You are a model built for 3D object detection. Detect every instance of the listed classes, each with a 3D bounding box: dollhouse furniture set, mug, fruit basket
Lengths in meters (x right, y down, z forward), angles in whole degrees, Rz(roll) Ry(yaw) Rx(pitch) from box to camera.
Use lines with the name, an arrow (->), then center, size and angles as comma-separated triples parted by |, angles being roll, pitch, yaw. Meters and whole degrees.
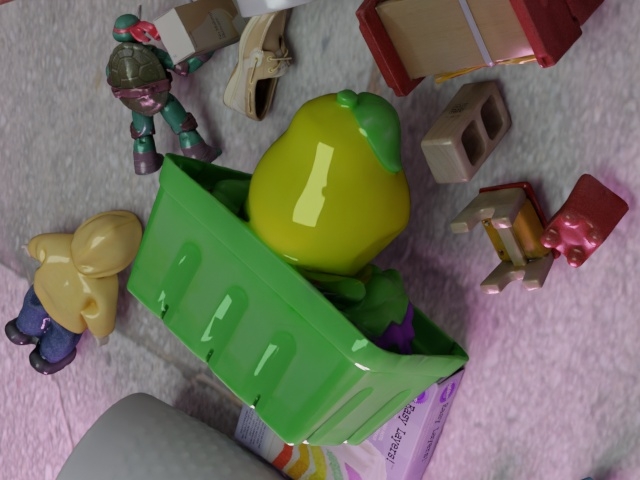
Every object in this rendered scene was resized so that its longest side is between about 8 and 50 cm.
dollhouse furniture set -> 0.214, -0.140, 1.797 | 0.201, 0.152, 0.374 | -6, 122, 38
mug -> -0.151, 0.413, 2.233 | 0.328, 0.276, 0.374 | 26, 153, 19
fruit basket -> 0.000, 0.000, 1.903 | 0.392, 0.283, 0.392 | -4, 82, 29

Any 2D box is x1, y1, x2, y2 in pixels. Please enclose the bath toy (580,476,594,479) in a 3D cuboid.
bath toy -> 0.376, 0.427, 1.899 | 0.348, 0.129, 0.151 | 42, 163, 17

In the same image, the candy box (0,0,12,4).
candy box -> -0.338, -0.397, 2.058 | 0.316, 0.183, 0.087 | -36, 86, 41

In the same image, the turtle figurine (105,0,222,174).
turtle figurine -> -0.206, -0.199, 2.094 | 0.175, 0.118, 0.234 | 3, 116, 36

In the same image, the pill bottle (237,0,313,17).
pill bottle -> -0.070, -0.413, 1.848 | 0.181, 0.181, 0.323 | -6, 105, 39

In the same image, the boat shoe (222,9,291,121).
boat shoe -> -0.063, -0.211, 2.011 | 0.059, 0.063, 0.170 | 37, 137, 16

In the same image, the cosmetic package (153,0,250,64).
cosmetic package -> -0.135, -0.252, 2.009 | 0.041, 0.115, 0.060 | -25, 93, 41

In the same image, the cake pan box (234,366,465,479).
cake pan box -> 0.031, 0.196, 2.105 | 0.246, 0.070, 0.267 | 32, 124, 21

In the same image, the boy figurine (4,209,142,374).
boy figurine -> -0.334, 0.054, 2.308 | 0.177, 0.092, 0.285 | 46, 129, 13
